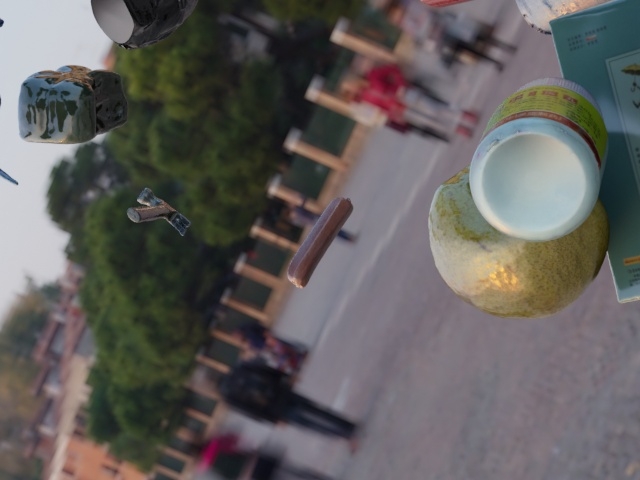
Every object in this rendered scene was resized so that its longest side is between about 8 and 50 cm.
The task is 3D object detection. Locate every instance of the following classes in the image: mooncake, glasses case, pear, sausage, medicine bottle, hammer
[{"bbox_3d":[-0.357,-0.195,2.276,0.175,0.168,0.104,-140,52,-65],"label":"mooncake"},{"bbox_3d":[0.417,-0.407,2.388,0.282,0.109,0.067,-28,11,42],"label":"glasses case"},{"bbox_3d":[0.252,0.000,1.946,0.211,0.229,0.188,56,-131,-45],"label":"pear"},{"bbox_3d":[0.000,0.000,2.118,0.035,0.030,0.147,7,56,46],"label":"sausage"},{"bbox_3d":[0.246,-0.096,1.729,0.139,0.139,0.225,-65,-4,23],"label":"medicine bottle"},{"bbox_3d":[-0.163,-0.025,1.528,0.017,0.062,0.182,-54,-1,5],"label":"hammer"}]

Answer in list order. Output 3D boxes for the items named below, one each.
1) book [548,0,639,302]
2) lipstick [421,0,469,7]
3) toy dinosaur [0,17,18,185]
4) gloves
[{"bbox_3d":[0.436,-0.127,1.916,0.031,0.264,0.379,-14,-89,-53],"label":"book"},{"bbox_3d":[0.216,-0.326,1.839,0.280,0.073,0.073,-2,60,58],"label":"lipstick"},{"bbox_3d":[-0.466,-0.191,1.985,0.329,0.144,0.076,-106,30,-42],"label":"toy dinosaur"},{"bbox_3d":[-0.235,-0.354,2.189,0.203,0.124,0.164,-48,-38,-38],"label":"gloves"}]
